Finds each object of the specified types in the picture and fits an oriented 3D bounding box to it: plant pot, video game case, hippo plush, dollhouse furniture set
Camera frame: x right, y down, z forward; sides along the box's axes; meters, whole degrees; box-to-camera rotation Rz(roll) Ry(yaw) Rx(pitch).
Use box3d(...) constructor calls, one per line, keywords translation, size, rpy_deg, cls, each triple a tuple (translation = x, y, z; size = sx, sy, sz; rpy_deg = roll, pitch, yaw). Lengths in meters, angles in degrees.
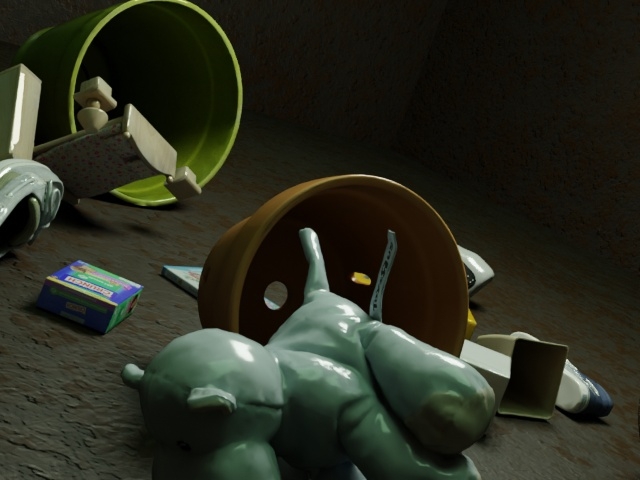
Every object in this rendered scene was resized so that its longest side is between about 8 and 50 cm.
box3d(translation=(0.273, 0.187, 1.493), size=(0.109, 0.109, 0.096), rpy_deg=(12, 2, -34), cls="plant pot")
box3d(translation=(-0.134, 0.078, 1.499), size=(0.166, 0.015, 0.119), rpy_deg=(29, 15, 36), cls="video game case")
box3d(translation=(-0.397, -0.275, 1.944), size=(0.366, 0.366, 0.353), rpy_deg=(8, 5, -45), cls="plant pot")
box3d(translation=(-0.016, 0.140, 0.840), size=(0.236, 0.294, 0.234), rpy_deg=(-2, 3, -44), cls="hippo plush")
box3d(translation=(-0.009, 0.070, 1.168), size=(0.291, 0.291, 0.203), rpy_deg=(14, -2, -29), cls="plant pot")
box3d(translation=(-0.401, -0.077, 1.580), size=(0.303, 0.174, 0.355), rpy_deg=(-16, -35, 20), cls="dollhouse furniture set")

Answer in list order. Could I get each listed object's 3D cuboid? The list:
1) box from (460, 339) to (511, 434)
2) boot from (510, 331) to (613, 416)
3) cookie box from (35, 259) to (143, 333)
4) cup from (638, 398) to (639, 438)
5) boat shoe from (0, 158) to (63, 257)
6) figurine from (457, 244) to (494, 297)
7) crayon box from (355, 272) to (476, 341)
box3d(translation=(0.190, 0.186, 1.372), size=(0.101, 0.087, 0.102), rpy_deg=(22, 12, 7), cls="box")
box3d(translation=(0.370, 0.214, 1.631), size=(0.086, 0.069, 0.190), rpy_deg=(21, 17, -36), cls="boot")
box3d(translation=(-0.275, 0.066, 1.249), size=(0.091, 0.040, 0.107), rpy_deg=(22, 13, 3), cls="cookie box")
box3d(translation=(0.537, 0.235, 1.312), size=(0.331, 0.331, 0.237), rpy_deg=(20, -15, 0), cls="cup")
box3d(translation=(-0.393, -0.019, 1.277), size=(0.103, 0.118, 0.320), rpy_deg=(28, 16, 4), cls="boat shoe")
box3d(translation=(0.219, 0.017, 1.977), size=(0.209, 0.092, 0.215), rpy_deg=(53, 20, 14), cls="figurine")
box3d(translation=(0.128, 0.104, 1.656), size=(0.203, 0.083, 0.323), rpy_deg=(19, 12, -4), cls="crayon box")
